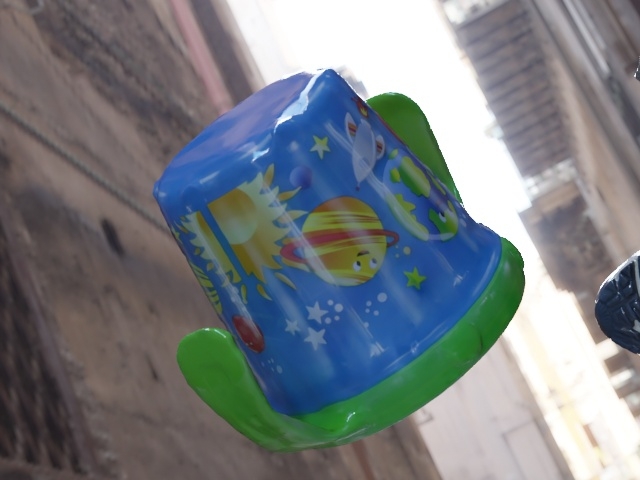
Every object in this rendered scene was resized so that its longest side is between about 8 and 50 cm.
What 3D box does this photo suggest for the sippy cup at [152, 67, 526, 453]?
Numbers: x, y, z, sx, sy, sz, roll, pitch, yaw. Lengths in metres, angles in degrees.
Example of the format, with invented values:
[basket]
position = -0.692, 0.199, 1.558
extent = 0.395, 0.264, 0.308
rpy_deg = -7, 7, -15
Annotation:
[sippy cup]
position = 0.000, 0.000, 1.080
extent = 0.240, 0.224, 0.305
rpy_deg = -35, 18, 6

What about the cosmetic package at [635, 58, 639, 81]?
[cosmetic package]
position = 0.383, -0.200, 1.161
extent = 0.238, 0.107, 0.127
rpy_deg = -38, -24, -14

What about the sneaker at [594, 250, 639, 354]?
[sneaker]
position = 0.343, 0.029, 1.123
extent = 0.283, 0.110, 0.122
rpy_deg = -16, 0, -9
